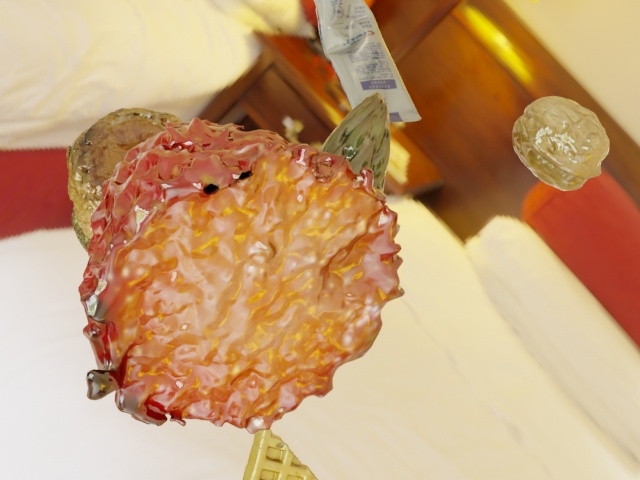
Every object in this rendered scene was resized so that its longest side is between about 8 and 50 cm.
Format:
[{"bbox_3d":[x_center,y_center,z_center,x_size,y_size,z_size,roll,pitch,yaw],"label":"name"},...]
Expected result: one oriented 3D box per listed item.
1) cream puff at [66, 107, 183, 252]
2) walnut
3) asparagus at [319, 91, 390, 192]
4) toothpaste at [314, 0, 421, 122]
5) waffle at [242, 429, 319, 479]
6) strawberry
[{"bbox_3d":[-0.220,-0.044,1.398,0.183,0.169,0.183,10,59,-17],"label":"cream puff"},{"bbox_3d":[0.235,-0.095,1.158,0.096,0.079,0.082,41,33,10],"label":"walnut"},{"bbox_3d":[0.000,0.000,0.996,0.080,0.287,0.080,22,-14,6],"label":"asparagus"},{"bbox_3d":[0.050,-0.262,1.627,0.096,0.061,0.266,-8,59,-23],"label":"toothpaste"},{"bbox_3d":[-0.006,0.302,1.499,0.191,0.125,0.032,16,-3,-26],"label":"waffle"},{"bbox_3d":[-0.073,0.009,0.832,0.234,0.234,0.178,32,13,-35],"label":"strawberry"}]
